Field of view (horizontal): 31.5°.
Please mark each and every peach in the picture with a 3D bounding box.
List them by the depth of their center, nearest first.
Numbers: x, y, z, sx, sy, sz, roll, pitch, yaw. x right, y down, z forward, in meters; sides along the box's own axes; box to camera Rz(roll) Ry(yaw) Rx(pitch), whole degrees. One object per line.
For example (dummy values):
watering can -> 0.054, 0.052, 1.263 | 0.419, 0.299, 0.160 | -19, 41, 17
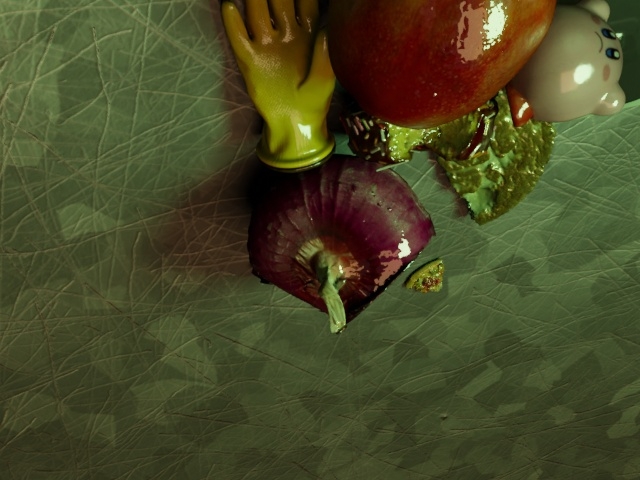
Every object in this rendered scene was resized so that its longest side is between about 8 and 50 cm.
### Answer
peach -> 0.148, -0.300, 1.467 | 0.308, 0.308, 0.332 | 32, 86, -39

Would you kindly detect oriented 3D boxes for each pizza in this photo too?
pizza -> 0.201, 0.072, 2.033 | 0.083, 0.025, 0.078 | -41, 130, 17

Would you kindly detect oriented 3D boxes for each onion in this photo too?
onion -> 0.021, -0.016, 1.705 | 0.256, 0.230, 0.272 | -44, 178, -10

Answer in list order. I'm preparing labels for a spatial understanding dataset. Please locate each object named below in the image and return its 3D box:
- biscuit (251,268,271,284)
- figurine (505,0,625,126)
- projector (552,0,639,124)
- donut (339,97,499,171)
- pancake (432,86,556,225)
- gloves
biscuit -> 0.000, 0.005, 1.871 | 0.235, 0.063, 0.151 | 1, 120, -15
figurine -> 0.340, -0.249, 1.597 | 0.173, 0.173, 0.173 | -11, 134, -11
projector -> 0.444, -0.313, 1.719 | 0.259, 0.079, 0.257 | -12, 136, 5
donut -> 0.141, -0.162, 1.656 | 0.230, 0.216, 0.096 | -9, 102, -17
pancake -> 0.267, -0.158, 1.809 | 0.197, 0.054, 0.376 | 10, 136, 0
gloves -> -0.054, -0.248, 1.596 | 0.133, 0.116, 0.294 | -19, 129, -13
